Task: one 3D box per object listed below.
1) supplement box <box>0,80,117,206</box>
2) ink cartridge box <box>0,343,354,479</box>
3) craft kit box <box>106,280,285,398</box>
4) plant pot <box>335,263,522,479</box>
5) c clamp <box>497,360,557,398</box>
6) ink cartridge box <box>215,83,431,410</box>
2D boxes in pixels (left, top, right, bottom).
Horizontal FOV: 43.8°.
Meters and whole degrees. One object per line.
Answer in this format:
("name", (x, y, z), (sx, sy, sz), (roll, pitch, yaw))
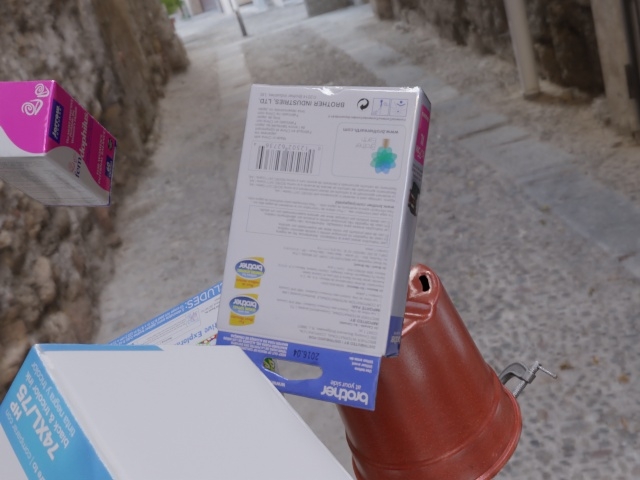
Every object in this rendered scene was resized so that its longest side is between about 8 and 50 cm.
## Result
("supplement box", (-0.386, -0.131, 1.132), (0.113, 0.111, 0.220), (0, -14, 9))
("ink cartridge box", (-0.135, 0.237, 0.558), (0.197, 0.270, 0.198), (44, 19, 32))
("craft kit box", (-0.162, 0.197, 0.940), (0.249, 0.061, 0.247), (-28, 49, 16))
("plant pot", (0.122, 0.191, 1.155), (0.272, 0.265, 0.272), (-21, 26, 11))
("c clamp", (0.290, 0.247, 1.255), (0.161, 0.022, 0.137), (-51, 11, 4))
("ink cartridge box", (0.000, 0.000, 0.806), (0.185, 0.311, 0.065), (6, -7, 22))
